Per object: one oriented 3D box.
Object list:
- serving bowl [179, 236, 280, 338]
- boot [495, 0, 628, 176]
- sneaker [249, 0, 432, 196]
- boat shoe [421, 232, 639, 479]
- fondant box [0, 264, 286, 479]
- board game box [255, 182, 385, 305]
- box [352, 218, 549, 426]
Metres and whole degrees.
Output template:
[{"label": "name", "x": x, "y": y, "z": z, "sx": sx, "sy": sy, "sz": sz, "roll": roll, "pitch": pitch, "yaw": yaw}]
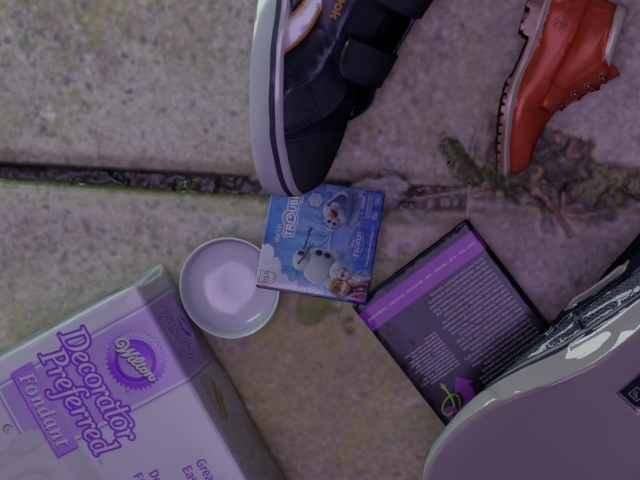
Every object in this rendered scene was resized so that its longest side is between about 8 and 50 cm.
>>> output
[{"label": "serving bowl", "x": -0.071, "y": 0.036, "z": 1.343, "sx": 0.083, "sy": 0.027, "sz": 0.083, "roll": 2, "pitch": 100, "yaw": 9}, {"label": "boot", "x": 0.181, "y": -0.117, "z": 1.260, "sx": 0.085, "sy": 0.059, "sz": 0.158, "roll": 17, "pitch": 101, "yaw": 2}, {"label": "sneaker", "x": 0.026, "y": -0.185, "z": 1.239, "sx": 0.127, "sy": 0.126, "sz": 0.321, "roll": 9, "pitch": 99, "yaw": 14}, {"label": "boat shoe", "x": 0.224, "y": 0.087, "z": 1.244, "sx": 0.340, "sy": 0.158, "sz": 0.127, "roll": -36, "pitch": 104, "yaw": 23}, {"label": "fondant box", "x": -0.218, "y": 0.203, "z": 1.364, "sx": 0.330, "sy": 0.096, "sz": 0.238, "roll": -29, "pitch": 93, "yaw": 12}, {"label": "board game box", "x": 0.000, "y": 0.000, "z": 1.311, "sx": 0.090, "sy": 0.020, "sz": 0.090, "roll": 9, "pitch": 80, "yaw": 4}, {"label": "box", "x": 0.120, "y": 0.081, "z": 1.317, "sx": 0.116, "sy": 0.029, "sz": 0.162, "roll": -37, "pitch": 90, "yaw": 14}]
